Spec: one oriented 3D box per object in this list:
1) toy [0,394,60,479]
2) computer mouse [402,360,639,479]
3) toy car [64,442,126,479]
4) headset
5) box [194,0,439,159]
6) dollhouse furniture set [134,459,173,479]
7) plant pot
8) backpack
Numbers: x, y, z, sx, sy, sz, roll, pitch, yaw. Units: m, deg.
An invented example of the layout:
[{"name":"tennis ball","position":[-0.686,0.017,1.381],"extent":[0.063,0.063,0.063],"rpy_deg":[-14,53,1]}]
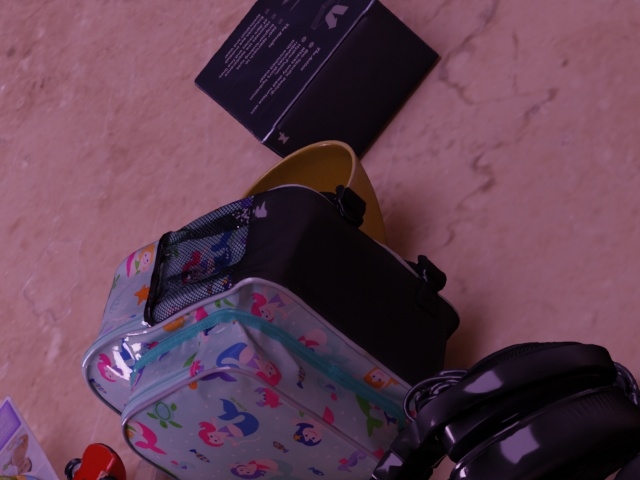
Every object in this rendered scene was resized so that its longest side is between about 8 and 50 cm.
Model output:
[{"name":"toy","position":[-0.285,0.235,1.643],"extent":[0.137,0.056,0.237],"rpy_deg":[-51,35,7]},{"name":"computer mouse","position":[0.146,0.202,1.292],"extent":[0.184,0.060,0.262],"rpy_deg":[-10,56,21]},{"name":"toy car","position":[-0.250,0.305,1.642],"extent":[0.225,0.053,0.239],"rpy_deg":[-23,45,36]},{"name":"headset","position":[0.187,0.158,1.196],"extent":[0.243,0.185,0.394],"rpy_deg":[42,100,27]},{"name":"box","position":[-0.006,-0.151,1.702],"extent":[0.156,0.093,0.158],"rpy_deg":[-51,35,3]},{"name":"dollhouse furniture set","position":[-0.156,0.232,1.503],"extent":[0.101,0.161,0.182],"rpy_deg":[-15,52,41]},{"name":"plant pot","position":[0.000,0.000,1.562],"extent":[0.134,0.095,0.134],"rpy_deg":[-30,31,20]},{"name":"backpack","position":[-0.050,0.092,1.450],"extent":[0.253,0.225,0.191],"rpy_deg":[-17,45,44]}]
